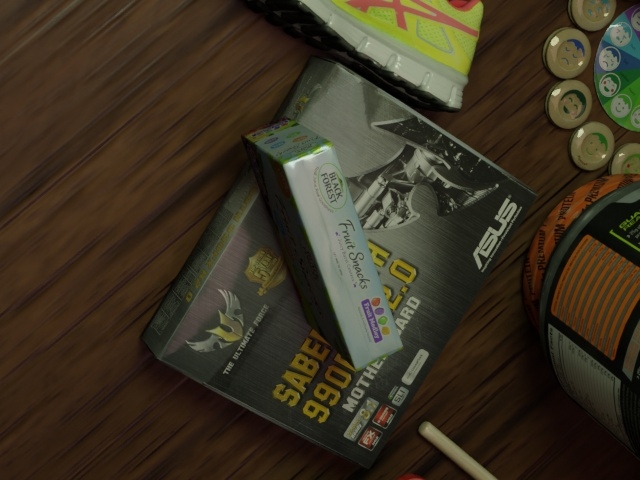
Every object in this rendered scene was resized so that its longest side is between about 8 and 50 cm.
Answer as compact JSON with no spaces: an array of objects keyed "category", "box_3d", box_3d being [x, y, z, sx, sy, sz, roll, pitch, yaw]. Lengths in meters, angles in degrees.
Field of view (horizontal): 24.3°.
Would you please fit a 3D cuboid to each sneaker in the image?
[{"category":"sneaker","box_3d":[0.023,-0.168,0.972,0.208,0.081,0.094,29,85,-31]}]

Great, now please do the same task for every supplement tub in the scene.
[{"category":"supplement tub","box_3d":[0.271,0.072,0.983,0.193,0.316,0.194,-7,112,-18]}]

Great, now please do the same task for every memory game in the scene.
[{"category":"memory game","box_3d":[0.248,-0.126,1.095,0.186,0.012,0.186,-5,105,-19]}]

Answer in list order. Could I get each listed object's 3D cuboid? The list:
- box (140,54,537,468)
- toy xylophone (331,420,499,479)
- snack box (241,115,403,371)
[{"category":"box","box_3d":[0.014,0.017,1.021,0.183,0.056,0.231,31,91,-25]},{"category":"toy xylophone","box_3d":[0.080,0.278,1.101,0.322,0.081,0.236,35,90,-25]},{"category":"snack box","box_3d":[0.000,0.000,0.926,0.037,0.100,0.141,-24,110,-12]}]
